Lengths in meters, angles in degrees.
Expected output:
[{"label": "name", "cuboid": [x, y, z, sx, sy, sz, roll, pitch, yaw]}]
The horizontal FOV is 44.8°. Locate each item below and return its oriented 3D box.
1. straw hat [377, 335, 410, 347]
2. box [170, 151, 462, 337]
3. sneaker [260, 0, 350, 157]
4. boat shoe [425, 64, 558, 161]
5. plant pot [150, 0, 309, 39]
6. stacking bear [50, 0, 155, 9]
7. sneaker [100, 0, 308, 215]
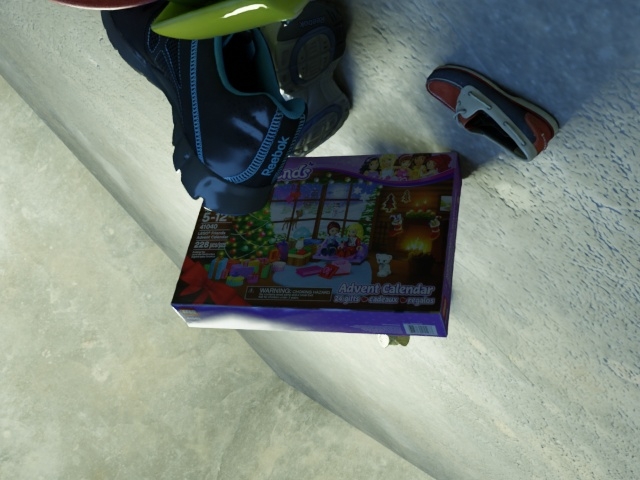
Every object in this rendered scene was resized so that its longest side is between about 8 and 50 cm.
[{"label": "straw hat", "cuboid": [0.120, 0.145, 1.272, 0.145, 0.061, 0.144, -2, 165, 0]}, {"label": "box", "cuboid": [0.000, 0.000, 0.853, 0.294, 0.200, 0.057, 0, 146, 18]}, {"label": "sneaker", "cuboid": [-0.041, -0.191, 0.890, 0.129, 0.111, 0.297, 49, 160, 20]}, {"label": "boat shoe", "cuboid": [0.148, -0.117, 0.712, 0.137, 0.043, 0.049, 35, 164, 27]}, {"label": "plant pot", "cuboid": [-0.073, -0.271, 0.525, 0.207, 0.228, 0.227, 44, 164, -29]}, {"label": "stacking bear", "cuboid": [-0.266, -0.361, 0.780, 0.289, 0.164, 0.175, -122, 19, -47]}, {"label": "sneaker", "cuboid": [-0.113, -0.193, 0.785, 0.139, 0.125, 0.340, -51, 60, 38]}]
